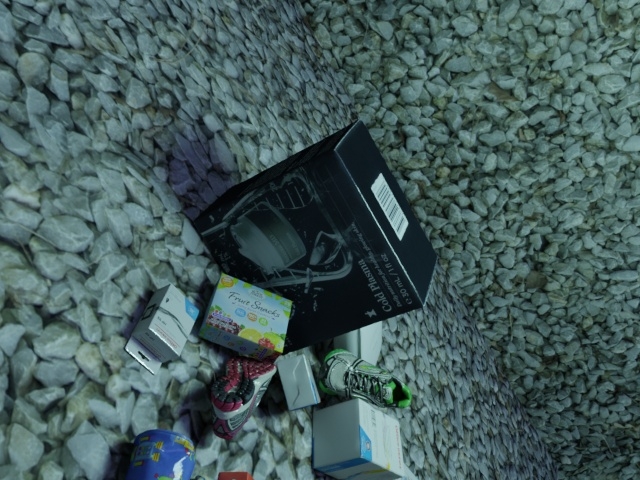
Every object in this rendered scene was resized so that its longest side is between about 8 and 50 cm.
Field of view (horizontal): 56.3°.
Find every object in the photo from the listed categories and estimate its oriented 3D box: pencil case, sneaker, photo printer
[{"bbox_3d":[-0.311,0.513,1.110,0.133,0.119,0.306,23,46,-23],"label":"pencil case"},{"bbox_3d":[0.135,0.408,1.744,0.344,0.146,0.134,22,80,-36],"label":"sneaker"},{"bbox_3d":[-0.197,0.367,1.462,0.299,0.121,0.111,-36,136,-72],"label":"sneaker"},{"bbox_3d":[0.125,0.319,1.937,0.256,0.107,0.307,-53,146,-54],"label":"photo printer"}]

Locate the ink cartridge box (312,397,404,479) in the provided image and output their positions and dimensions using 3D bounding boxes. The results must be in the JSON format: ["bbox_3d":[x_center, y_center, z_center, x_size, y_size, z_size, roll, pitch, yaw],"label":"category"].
[{"bbox_3d":[0.110,0.594,1.739,0.233,0.168,0.171,41,35,-39],"label":"ink cartridge box"}]

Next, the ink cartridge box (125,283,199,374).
[{"bbox_3d":[-0.353,0.199,1.350,0.104,0.060,0.180,51,31,-27],"label":"ink cartridge box"}]

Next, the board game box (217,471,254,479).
[{"bbox_3d":[-0.147,0.646,1.223,0.316,0.064,0.242,74,13,-49],"label":"board game box"}]

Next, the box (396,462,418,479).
[{"bbox_3d":[0.227,0.768,1.867,0.203,0.114,0.103,53,30,-25],"label":"box"}]

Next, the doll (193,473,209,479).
[{"bbox_3d":[-0.251,0.548,1.217,0.189,0.046,0.129,-112,-147,-70],"label":"doll"}]

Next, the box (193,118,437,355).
[{"bbox_3d":[0.000,0.000,1.683,0.479,0.472,0.297,59,29,-14],"label":"box"}]

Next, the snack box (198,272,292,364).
[{"bbox_3d":[-0.189,0.200,1.540,0.207,0.070,0.174,25,41,-13],"label":"snack box"}]

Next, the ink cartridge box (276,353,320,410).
[{"bbox_3d":[-0.056,0.391,1.648,0.231,0.078,0.134,78,-4,-76],"label":"ink cartridge box"}]
